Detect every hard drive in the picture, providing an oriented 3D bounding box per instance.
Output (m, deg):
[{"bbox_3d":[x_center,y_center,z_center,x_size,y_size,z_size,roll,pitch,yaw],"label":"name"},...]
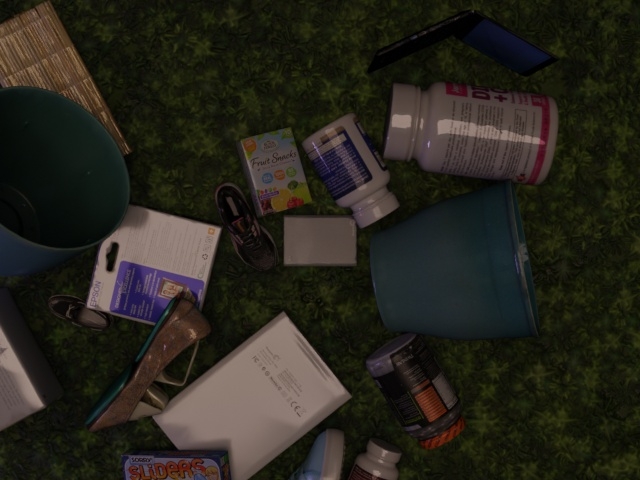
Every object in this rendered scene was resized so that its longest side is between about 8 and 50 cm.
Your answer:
[{"bbox_3d":[0.000,0.000,1.730,0.135,0.022,0.094,0,93,-1],"label":"hard drive"},{"bbox_3d":[-0.124,0.301,1.737,0.307,0.040,0.203,-38,93,2],"label":"hard drive"}]

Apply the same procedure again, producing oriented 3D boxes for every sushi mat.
[{"bbox_3d":[-0.481,-0.264,1.713,0.151,0.019,0.317,-28,93,2],"label":"sushi mat"}]

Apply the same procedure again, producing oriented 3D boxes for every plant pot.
[{"bbox_3d":[-0.506,-0.074,1.590,0.235,0.293,0.293,-31,94,42],"label":"plant pot"},{"bbox_3d":[0.226,0.050,1.629,0.255,0.271,0.272,-10,93,15],"label":"plant pot"}]

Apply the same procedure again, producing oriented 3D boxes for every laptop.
[{"bbox_3d":[0.230,-0.298,1.610,0.264,0.234,0.137,-24,93,0],"label":"laptop"}]

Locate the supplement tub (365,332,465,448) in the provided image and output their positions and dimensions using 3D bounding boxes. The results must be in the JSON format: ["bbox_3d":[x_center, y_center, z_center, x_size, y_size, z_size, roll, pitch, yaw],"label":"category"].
[{"bbox_3d":[0.174,0.269,1.701,0.117,0.117,0.190,-30,93,1],"label":"supplement tub"}]

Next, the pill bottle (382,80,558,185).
[{"bbox_3d":[0.256,-0.190,1.653,0.283,0.160,0.161,7,93,-1],"label":"pill bottle"}]

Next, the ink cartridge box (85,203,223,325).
[{"bbox_3d":[-0.300,0.046,1.718,0.208,0.045,0.206,14,94,-3],"label":"ink cartridge box"}]

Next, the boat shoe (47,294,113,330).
[{"bbox_3d":[-0.439,0.133,1.725,0.125,0.038,0.046,23,94,-2],"label":"boat shoe"}]

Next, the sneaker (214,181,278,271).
[{"bbox_3d":[-0.140,-0.020,1.700,0.072,0.077,0.178,-34,94,3],"label":"sneaker"}]

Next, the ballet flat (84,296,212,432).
[{"bbox_3d":[-0.300,0.244,1.683,0.106,0.107,0.316,35,108,-10],"label":"ballet flat"}]

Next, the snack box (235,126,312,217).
[{"bbox_3d":[-0.083,-0.122,1.700,0.100,0.037,0.141,-17,93,-22],"label":"snack box"}]

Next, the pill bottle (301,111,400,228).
[{"bbox_3d":[0.058,-0.121,1.679,0.112,0.112,0.187,-30,93,1],"label":"pill bottle"}]

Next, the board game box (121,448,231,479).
[{"bbox_3d":[-0.256,0.447,1.712,0.201,0.035,0.136,-5,97,20],"label":"board game box"}]

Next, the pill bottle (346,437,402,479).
[{"bbox_3d":[0.091,0.442,1.725,0.086,0.086,0.152,22,93,-2],"label":"pill bottle"}]

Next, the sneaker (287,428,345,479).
[{"bbox_3d":[-0.070,0.496,1.703,0.150,0.135,0.366,21,92,-5],"label":"sneaker"}]

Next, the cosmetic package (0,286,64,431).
[{"bbox_3d":[-0.616,0.235,1.680,0.224,0.138,0.224,-27,93,2],"label":"cosmetic package"}]
